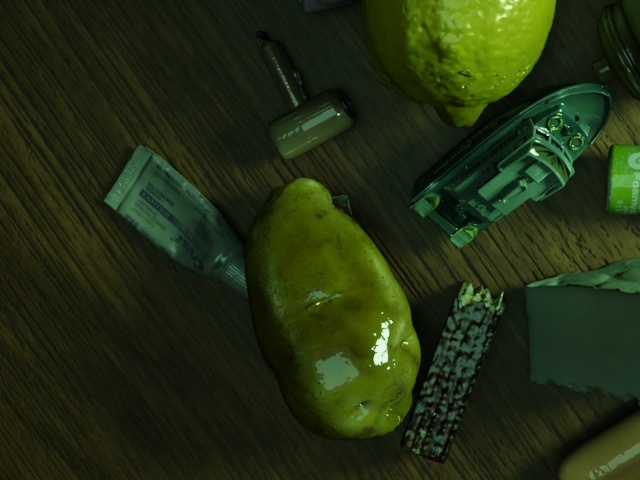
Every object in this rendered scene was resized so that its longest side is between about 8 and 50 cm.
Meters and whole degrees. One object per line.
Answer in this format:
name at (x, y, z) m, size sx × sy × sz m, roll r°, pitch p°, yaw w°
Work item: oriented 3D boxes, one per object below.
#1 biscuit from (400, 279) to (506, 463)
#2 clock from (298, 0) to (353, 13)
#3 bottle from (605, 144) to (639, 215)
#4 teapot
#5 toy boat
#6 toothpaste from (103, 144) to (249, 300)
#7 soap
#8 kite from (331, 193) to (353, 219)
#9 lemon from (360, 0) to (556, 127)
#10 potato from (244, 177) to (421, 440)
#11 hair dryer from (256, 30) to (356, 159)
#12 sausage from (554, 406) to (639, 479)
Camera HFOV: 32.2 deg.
biscuit at (0.185, 0.176, 1.522) m, size 0.070 × 0.106 × 0.252 m, roll 21°, pitch 103°, yaw 8°
clock at (-0.008, -0.410, 1.398) m, size 0.090 × 0.248 × 0.227 m, roll -14°, pitch 96°, yaw -6°
bottle at (0.534, -0.071, 1.407) m, size 0.330 × 0.093 × 0.093 m, roll 3°, pitch 100°, yaw 13°
teapot at (0.416, -0.259, 1.366) m, size 0.175 × 0.186 × 0.267 m, roll -26°, pitch 56°, yaw 27°
toy boat at (0.254, -0.105, 1.432) m, size 0.114 × 0.122 × 0.296 m, roll 36°, pitch 122°, yaw -28°
toothpaste at (-0.187, -0.015, 1.608) m, size 0.282 × 0.068 × 0.099 m, roll 40°, pitch 78°, yaw 11°
soap at (0.454, 0.098, 1.480) m, size 0.302 × 0.258 × 0.158 m, roll -15°, pitch 96°, yaw -29°
kite at (0.000, 0.000, 1.587) m, size 0.190 × 0.010 × 0.159 m, roll 35°, pitch 107°, yaw 7°
lemon at (0.171, -0.298, 1.378) m, size 0.245 × 0.245 × 0.319 m, roll 4°, pitch 104°, yaw 13°
potato at (0.009, 0.094, 1.501) m, size 0.195 × 0.176 × 0.369 m, roll -30°, pitch 77°, yaw 39°
hair dryer at (-0.038, -0.215, 1.539) m, size 0.117 × 0.064 × 0.181 m, roll -28°, pitch 86°, yaw 15°
sausage at (0.443, 0.264, 1.486) m, size 0.289 × 0.086 × 0.086 m, roll -35°, pitch 90°, yaw 17°
